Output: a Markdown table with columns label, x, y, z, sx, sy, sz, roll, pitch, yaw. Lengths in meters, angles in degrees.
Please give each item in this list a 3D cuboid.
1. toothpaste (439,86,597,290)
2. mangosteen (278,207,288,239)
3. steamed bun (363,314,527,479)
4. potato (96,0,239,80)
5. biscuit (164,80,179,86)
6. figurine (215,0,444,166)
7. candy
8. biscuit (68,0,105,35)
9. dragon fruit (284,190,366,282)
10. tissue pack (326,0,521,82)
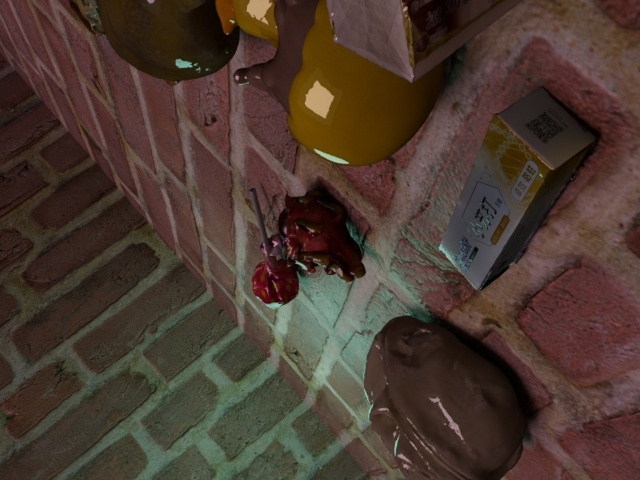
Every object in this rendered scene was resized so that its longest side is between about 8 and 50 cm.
| label | x | y | z | sx | sy | sz | roll | pitch | yaw |
| --- | --- | --- | --- | --- | --- | --- | --- | --- | --- |
| toothpaste | 0.212 | -0.043 | 0.824 | 0.089 | 0.071 | 0.313 | 49 | 162 | 19 |
| mangosteen | -0.044 | -0.031 | 1.429 | 0.081 | 0.081 | 0.081 | 44 | 160 | 20 |
| steamed bun | 0.194 | 0.310 | 1.287 | 0.324 | 0.219 | 0.310 | 37 | 156 | 38 |
| potato | -0.211 | -0.348 | 0.997 | 0.351 | 0.202 | 0.218 | 168 | 96 | -78 |
| biscuit | -0.357 | -0.438 | 1.442 | 0.186 | 0.044 | 0.295 | 40 | 159 | 23 |
| figurine | -0.006 | -0.233 | 0.822 | 0.344 | 0.187 | 0.215 | 47 | 150 | 33 |
| candy | -0.127 | 0.019 | 1.686 | 0.124 | 0.124 | 0.365 | 36 | 150 | 38 |
| biscuit | -0.522 | -0.603 | 1.472 | 0.329 | 0.078 | 0.335 | 56 | 161 | -7 |
| dragon fruit | 0.000 | 0.000 | 1.316 | 0.207 | 0.150 | 0.133 | 42 | -171 | 9 |
| tissue pack | 0.092 | -0.227 | 0.623 | 0.106 | 0.148 | 0.099 | 37 | 157 | 34 |
